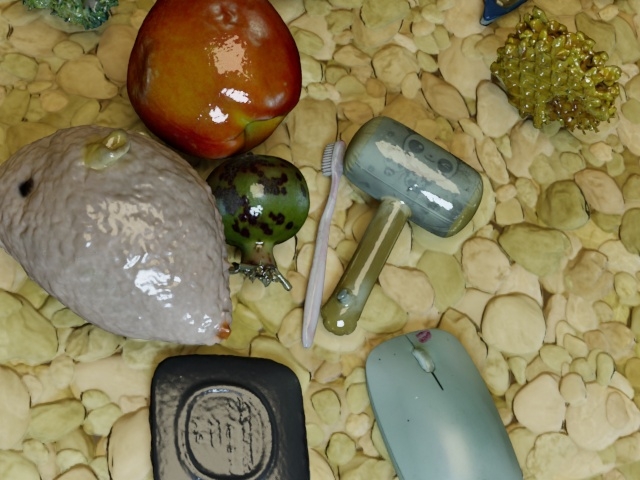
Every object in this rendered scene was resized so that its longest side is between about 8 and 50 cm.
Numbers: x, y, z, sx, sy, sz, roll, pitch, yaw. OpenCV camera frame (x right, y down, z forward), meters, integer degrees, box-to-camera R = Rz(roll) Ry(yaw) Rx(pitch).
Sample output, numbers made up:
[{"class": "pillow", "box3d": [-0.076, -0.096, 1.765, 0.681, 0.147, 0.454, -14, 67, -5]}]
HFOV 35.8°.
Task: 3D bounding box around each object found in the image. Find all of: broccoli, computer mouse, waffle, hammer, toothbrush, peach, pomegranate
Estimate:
[{"class": "broccoli", "box3d": [-0.350, -0.368, 1.334, 0.154, 0.160, 0.167, -9, 82, 10]}, {"class": "computer mouse", "box3d": [0.164, 0.249, 1.270, 0.159, 0.097, 0.289, -14, 75, -17]}, {"class": "waffle", "box3d": [0.346, -0.233, 1.448, 0.197, 0.193, 0.070, 41, 68, 4]}, {"class": "hammer", "box3d": [0.082, -0.008, 1.353, 0.201, 0.113, 0.306, 30, 73, 1]}, {"class": "toothbrush", "box3d": [0.000, 0.000, 1.359, 0.025, 0.029, 0.307, 33, 59, -47]}, {"class": "peach", "box3d": [-0.145, -0.226, 1.310, 0.243, 0.199, 0.244, 1, 72, -4]}, {"class": "pomegranate", "box3d": [-0.089, -0.031, 1.294, 0.148, 0.148, 0.169, 16, 85, -9]}]

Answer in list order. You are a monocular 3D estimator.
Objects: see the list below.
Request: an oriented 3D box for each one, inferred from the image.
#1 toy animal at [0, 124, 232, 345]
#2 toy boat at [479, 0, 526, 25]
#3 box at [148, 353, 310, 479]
[{"class": "toy animal", "box3d": [-0.238, -0.012, 1.201, 0.358, 0.188, 0.227, 36, 90, 2]}, {"class": "toy boat", "box3d": [0.315, -0.418, 1.592, 0.080, 0.046, 0.229, 37, 65, 0]}, {"class": "box", "box3d": [-0.111, 0.244, 1.226, 0.201, 0.042, 0.213, 2, 69, -13]}]
